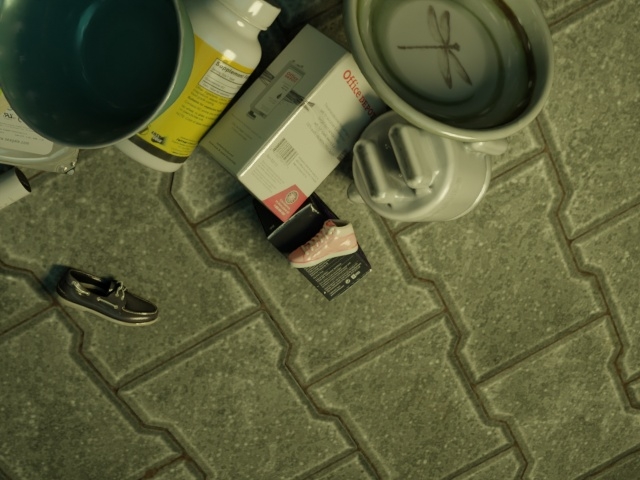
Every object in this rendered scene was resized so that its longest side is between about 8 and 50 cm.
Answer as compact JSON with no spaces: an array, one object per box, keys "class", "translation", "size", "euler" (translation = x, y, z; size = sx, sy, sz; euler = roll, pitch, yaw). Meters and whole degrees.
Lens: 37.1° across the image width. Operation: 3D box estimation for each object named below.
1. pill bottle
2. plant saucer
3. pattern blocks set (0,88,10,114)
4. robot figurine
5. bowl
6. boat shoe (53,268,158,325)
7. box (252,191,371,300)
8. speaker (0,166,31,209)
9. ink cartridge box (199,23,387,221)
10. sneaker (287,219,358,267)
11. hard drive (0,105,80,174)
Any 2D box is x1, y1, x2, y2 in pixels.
[{"class":"pill bottle","translation":[-0.221,-0.293,1.580],"size":[0.188,0.188,0.334],"euler":[30,107,-29]},{"class":"plant saucer","translation":[0.208,-0.338,1.636],"size":[0.401,0.400,0.100],"euler":[8,158,-21]},{"class":"pattern blocks set","translation":[-0.500,-0.294,1.517],"size":[0.325,0.026,0.285],"euler":[-44,122,12]},{"class":"robot figurine","translation":[0.190,-0.133,1.746],"size":[0.300,0.199,0.353],"euler":[-18,173,28]},{"class":"bowl","translation":[-0.312,-0.289,1.425],"size":[0.312,0.163,0.311],"euler":[1,94,18]},{"class":"boat shoe","translation":[-0.403,0.108,1.838],"size":[0.206,0.075,0.065],"euler":[18,117,-20]},{"class":"box","translation":[-0.018,-0.010,1.833],"size":[0.108,0.153,0.207],"euler":[-38,124,8]},{"class":"speaker","translation":[-0.581,-0.075,1.684],"size":[0.136,0.055,0.055],"euler":[-29,124,2]},{"class":"ink cartridge box","translation":[-0.040,-0.199,1.659],"size":[0.283,0.117,0.207],"euler":[-48,149,-2]},{"class":"sneaker","translation":[0.000,0.000,1.725],"size":[0.134,0.051,0.070],"euler":[-16,121,-12]},{"class":"hard drive","translation":[-0.493,-0.284,1.580],"size":[0.237,0.064,0.339],"euler":[10,116,-22]}]
